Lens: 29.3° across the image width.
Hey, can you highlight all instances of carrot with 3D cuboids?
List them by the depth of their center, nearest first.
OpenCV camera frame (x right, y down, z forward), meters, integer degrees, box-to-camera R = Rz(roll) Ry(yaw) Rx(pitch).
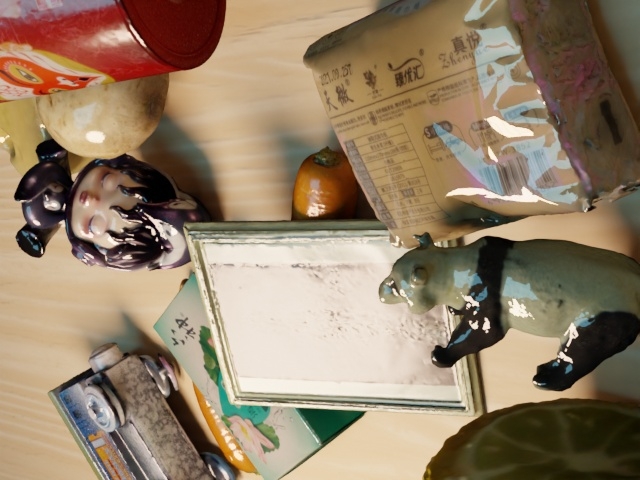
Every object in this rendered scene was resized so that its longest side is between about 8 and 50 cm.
[{"bbox_3d":[0.000,0.000,1.263,0.067,0.067,0.225,35,138,28],"label":"carrot"},{"bbox_3d":[-0.135,0.178,1.552,0.066,0.062,0.271,-161,48,-84],"label":"carrot"}]

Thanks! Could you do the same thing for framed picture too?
[{"bbox_3d":[0.011,0.082,1.246,0.293,0.018,0.231,-1,117,23],"label":"framed picture"}]

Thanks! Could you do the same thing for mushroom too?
[{"bbox_3d":[-0.240,-0.172,1.364,0.166,0.127,0.166,-5,77,25],"label":"mushroom"}]

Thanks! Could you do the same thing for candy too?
[{"bbox_3d":[0.211,0.225,1.023,0.260,0.260,0.118,13,118,44],"label":"candy"}]

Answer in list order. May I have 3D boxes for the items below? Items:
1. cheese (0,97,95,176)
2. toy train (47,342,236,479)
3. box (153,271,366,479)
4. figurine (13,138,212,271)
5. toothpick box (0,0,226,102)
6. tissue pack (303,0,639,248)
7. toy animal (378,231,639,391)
[{"bbox_3d":[-0.419,-0.281,1.514,0.384,0.104,0.383,27,133,33],"label":"cheese"},{"bbox_3d":[-0.247,0.286,1.691,0.202,0.131,0.299,-28,92,55],"label":"toy train"},{"bbox_3d":[-0.072,0.145,1.422,0.245,0.092,0.153,52,143,9],"label":"box"},{"bbox_3d":[-0.235,-0.025,1.427,0.222,0.145,0.145,13,128,13],"label":"figurine"},{"bbox_3d":[-0.286,-0.244,1.216,0.333,0.204,0.204,-6,112,26],"label":"toothpick box"},{"bbox_3d":[0.119,-0.104,1.007,0.257,0.123,0.215,-15,102,51],"label":"tissue pack"},{"bbox_3d":[0.161,0.049,1.007,0.225,0.093,0.121,11,137,7],"label":"toy animal"}]
